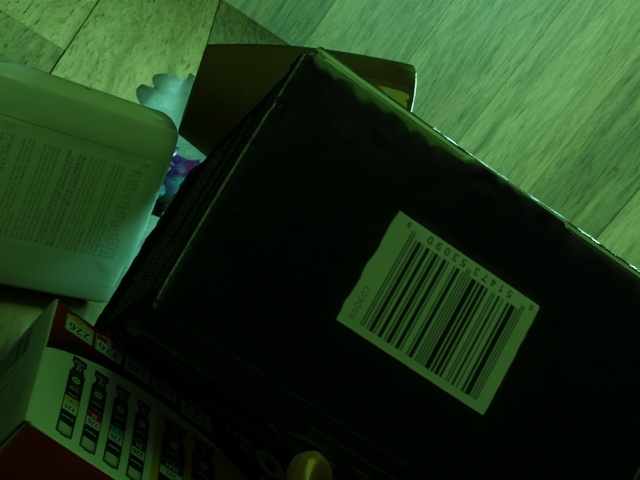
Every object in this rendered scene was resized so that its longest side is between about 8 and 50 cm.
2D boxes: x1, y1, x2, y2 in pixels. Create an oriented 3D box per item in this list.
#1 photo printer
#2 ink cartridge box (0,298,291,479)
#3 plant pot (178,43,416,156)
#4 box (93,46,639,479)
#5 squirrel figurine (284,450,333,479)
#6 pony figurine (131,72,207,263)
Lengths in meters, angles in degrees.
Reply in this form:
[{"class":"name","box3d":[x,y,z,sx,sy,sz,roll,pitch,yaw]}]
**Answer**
[{"class":"photo printer","box3d":[-0.339,-0.068,1.407,0.307,0.256,0.107,14,11,-45]},{"class":"ink cartridge box","box3d":[-0.173,0.246,1.111,0.309,0.130,0.272,38,19,-21]},{"class":"plant pot","box3d":[-0.040,-0.149,1.515,0.254,0.237,0.237,18,23,-10]},{"class":"box","box3d":[0.046,0.104,1.290,0.480,0.297,0.472,33,-17,-10]},{"class":"squirrel figurine","box3d":[0.074,0.308,0.856,0.281,0.397,0.370,-125,-163,-55]},{"class":"pony figurine","box3d":[-0.156,-0.076,1.725,0.351,0.303,0.363,11,9,-33]}]
